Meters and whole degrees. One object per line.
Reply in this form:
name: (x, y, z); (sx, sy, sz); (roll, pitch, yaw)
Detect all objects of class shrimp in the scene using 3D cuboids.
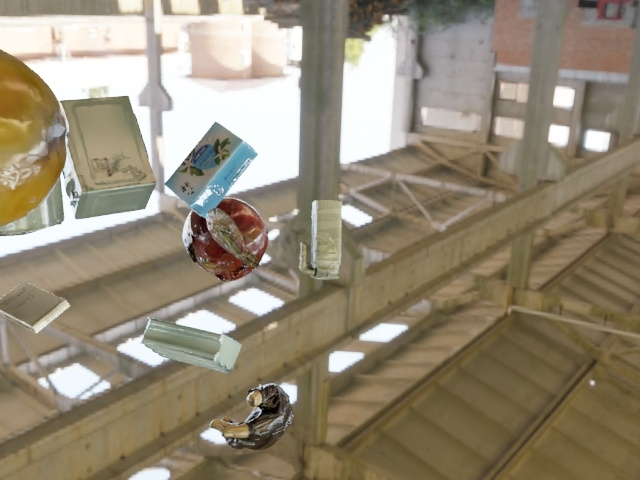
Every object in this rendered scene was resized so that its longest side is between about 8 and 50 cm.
shrimp: (-0.219, -0.002, 1.858); (0.190, 0.101, 0.042); (48, -129, 9)

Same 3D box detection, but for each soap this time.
soap: (-0.361, 0.286, 2.073); (0.261, 0.094, 0.150); (10, 158, 22)

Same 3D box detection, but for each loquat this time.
loquat: (-0.485, -0.144, 1.028); (0.263, 0.263, 0.263); (2, -161, -1)

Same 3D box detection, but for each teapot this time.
teapot: (0.000, 0.000, 1.903); (0.107, 0.200, 0.077); (4, 171, -17)

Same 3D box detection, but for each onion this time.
onion: (-0.296, -0.010, 2.359); (0.276, 0.276, 0.276); (2, -161, -1)

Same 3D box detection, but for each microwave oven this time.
microwave oven: (-0.611, -0.228, 2.092); (0.237, 0.295, 0.181); (-11, 159, -30)

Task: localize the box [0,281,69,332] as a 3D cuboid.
box: (-0.741, 0.168, 1.908); (0.198, 0.029, 0.109); (15, -134, 36)

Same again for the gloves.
gloves: (-0.136, 0.364, 1.498); (0.124, 0.164, 0.203); (26, -159, 16)

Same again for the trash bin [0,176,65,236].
trash bin: (-0.704, -0.164, 1.697); (0.217, 0.262, 0.277); (6, -163, 18)

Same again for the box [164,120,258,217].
box: (-0.298, -0.194, 2.037); (0.142, 0.232, 0.083); (38, 177, 38)
